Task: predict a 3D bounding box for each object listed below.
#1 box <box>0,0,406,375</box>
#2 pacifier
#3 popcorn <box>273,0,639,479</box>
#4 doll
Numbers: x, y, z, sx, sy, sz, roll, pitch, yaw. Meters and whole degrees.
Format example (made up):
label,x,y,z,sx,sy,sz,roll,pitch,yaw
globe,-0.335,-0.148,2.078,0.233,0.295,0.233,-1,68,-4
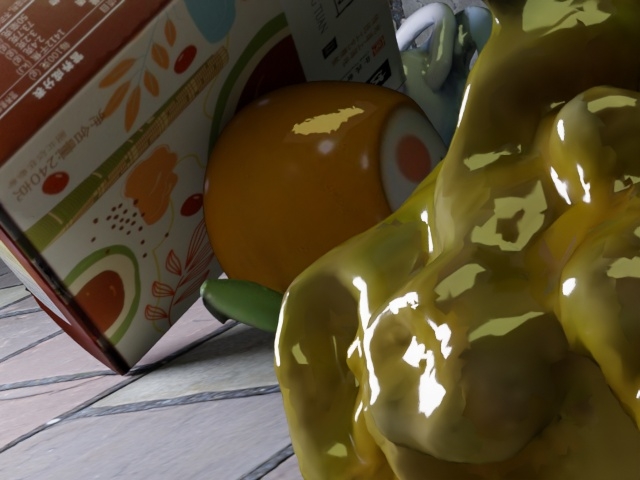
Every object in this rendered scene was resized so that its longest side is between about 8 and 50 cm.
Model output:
label,x,y,z,sx,sy,sz,roll,pitch,yaw
box,-0.116,-0.121,1.194,0.385,0.122,0.344,-46,-25,-13
pacifier,0.138,-0.101,1.471,0.225,0.238,0.287,21,-43,-23
popcorn,0.134,0.007,0.503,0.297,0.281,0.316,-44,10,-35
doll,0.000,0.000,1.132,0.213,0.213,0.236,-10,50,41
